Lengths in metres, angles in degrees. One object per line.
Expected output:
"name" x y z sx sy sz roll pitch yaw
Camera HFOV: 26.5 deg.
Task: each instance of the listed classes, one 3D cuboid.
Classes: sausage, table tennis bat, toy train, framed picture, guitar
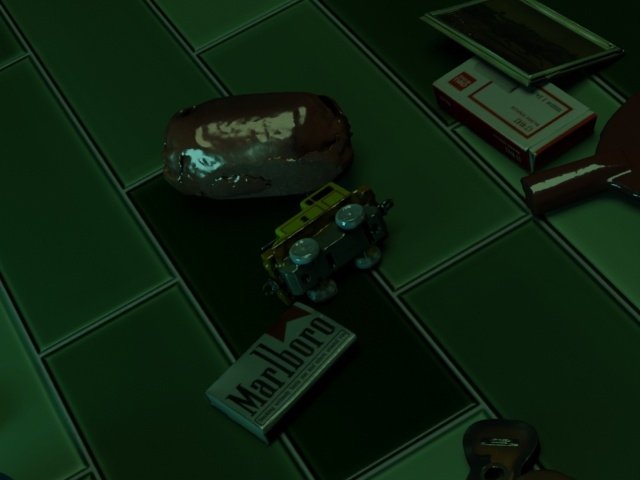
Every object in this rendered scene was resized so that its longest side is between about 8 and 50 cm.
"sausage" -0.090 -0.133 1.939 0.279 0.152 0.152 -5 47 11
"table tennis bat" 0.471 -0.120 1.816 0.414 0.051 0.268 -18 44 -1
"toy train" 0.000 0.000 1.832 0.219 0.089 0.127 -36 37 -15
"framed picture" 0.298 -0.310 2.030 0.197 0.014 0.252 -20 42 -30
"guitar" 0.192 0.300 1.525 0.088 0.025 0.233 0 49 18

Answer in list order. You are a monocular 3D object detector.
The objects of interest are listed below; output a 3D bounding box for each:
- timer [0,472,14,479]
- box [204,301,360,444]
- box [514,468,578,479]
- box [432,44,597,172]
"timer" -0.440 0.429 1.551 0.309 0.115 0.340 -33 47 -9
"box" -0.048 0.164 1.725 0.115 0.036 0.177 27 61 37
"box" 0.287 0.392 1.233 0.339 0.229 0.239 21 66 40
"box" 0.276 -0.189 1.941 0.123 0.050 0.229 -33 47 -14
